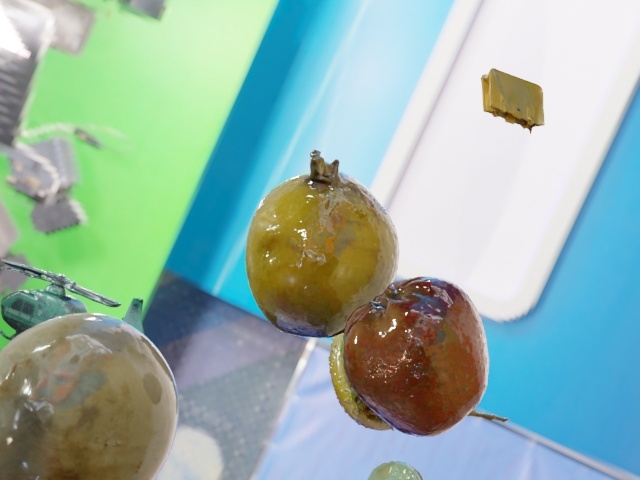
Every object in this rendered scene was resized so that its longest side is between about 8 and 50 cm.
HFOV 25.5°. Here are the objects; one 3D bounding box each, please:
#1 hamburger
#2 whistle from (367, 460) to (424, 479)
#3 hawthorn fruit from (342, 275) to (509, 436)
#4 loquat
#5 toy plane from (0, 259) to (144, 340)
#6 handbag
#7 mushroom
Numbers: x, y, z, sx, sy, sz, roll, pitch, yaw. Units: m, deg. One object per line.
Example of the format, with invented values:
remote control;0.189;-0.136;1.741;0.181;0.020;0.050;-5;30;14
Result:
hamburger;0.087;0.177;2.041;0.182;0.118;0.191;32;-134;-59
whistle;0.059;0.269;1.119;0.126;0.067;0.258;-52;-27;-40
hawthorn fruit;0.117;0.142;1.497;0.162;0.203;0.162;-31;9;6
loquat;0.000;0.000;1.807;0.213;0.213;0.246;-60;-24;-56
toy plane;-0.298;0.088;1.662;0.060;0.235;0.096;14;-89;-59
handbag;0.232;-0.170;1.716;0.027;0.083;0.061;-34;48;49
mushroom;-0.258;0.183;1.452;0.226;0.178;0.226;-14;-68;-39
